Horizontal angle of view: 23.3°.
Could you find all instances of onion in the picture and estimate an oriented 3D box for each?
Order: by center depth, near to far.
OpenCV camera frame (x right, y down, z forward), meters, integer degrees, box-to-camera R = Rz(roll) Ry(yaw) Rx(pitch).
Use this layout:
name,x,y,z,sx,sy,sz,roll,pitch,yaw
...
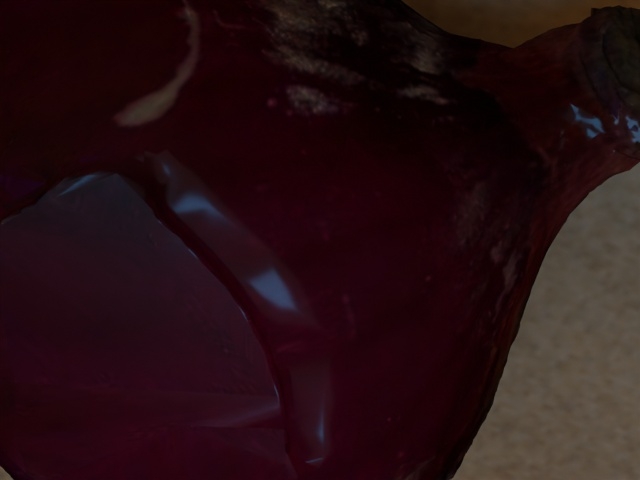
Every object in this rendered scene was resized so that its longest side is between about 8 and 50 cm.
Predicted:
name,x,y,z,sx,sy,sz,roll,pitch,yaw
onion,0.000,0.000,0.416,0.218,0.140,0.195,-16,114,18
